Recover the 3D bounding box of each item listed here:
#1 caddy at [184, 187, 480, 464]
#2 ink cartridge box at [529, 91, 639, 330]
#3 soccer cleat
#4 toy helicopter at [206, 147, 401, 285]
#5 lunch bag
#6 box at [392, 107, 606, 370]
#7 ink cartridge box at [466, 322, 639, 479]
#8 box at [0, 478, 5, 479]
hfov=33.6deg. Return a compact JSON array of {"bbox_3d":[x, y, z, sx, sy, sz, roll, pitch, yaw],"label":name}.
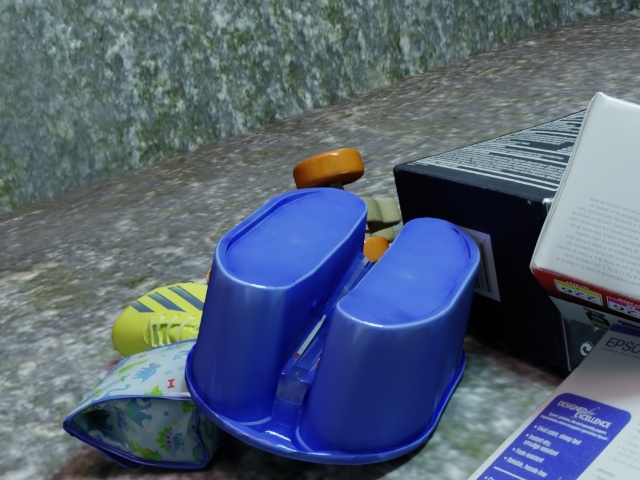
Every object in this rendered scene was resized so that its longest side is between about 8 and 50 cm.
[{"bbox_3d":[0.017,0.086,1.018,0.241,0.179,0.341,18,25,15],"label":"caddy"},{"bbox_3d":[0.330,0.037,0.741,0.309,0.130,0.272,19,-6,23],"label":"ink cartridge box"},{"bbox_3d":[-0.132,0.105,1.219,0.289,0.093,0.121,-6,20,25],"label":"soccer cleat"},{"bbox_3d":[0.000,0.000,1.360,0.235,0.140,0.355,-21,-9,19],"label":"toy helicopter"},{"bbox_3d":[-0.161,0.159,1.052,0.151,0.096,0.129,2,20,17],"label":"lunch bag"},{"bbox_3d":[0.285,-0.020,1.134,0.294,0.183,0.296,-18,17,-20],"label":"box"},{"bbox_3d":[0.139,0.187,0.610,0.332,0.065,0.165,-41,25,-20],"label":"ink cartridge box"},{"bbox_3d":[-0.200,0.215,0.590,0.311,0.121,0.148,17,10,-13],"label":"box"}]
